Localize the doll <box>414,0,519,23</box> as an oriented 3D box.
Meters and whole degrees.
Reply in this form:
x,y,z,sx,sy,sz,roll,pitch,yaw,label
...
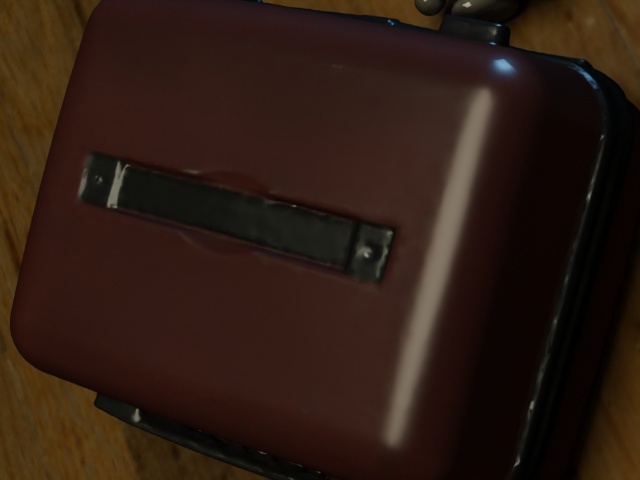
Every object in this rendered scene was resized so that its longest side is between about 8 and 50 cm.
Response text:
x,y,z,sx,sy,sz,roll,pitch,yaw,label
0.074,-0.190,0.983,0.114,0.085,0.152,-32,73,39,doll

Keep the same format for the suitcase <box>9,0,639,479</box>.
x,y,z,sx,sy,sz,roll,pitch,yaw,label
0.000,0.000,0.944,0.297,0.161,0.236,14,90,36,suitcase
